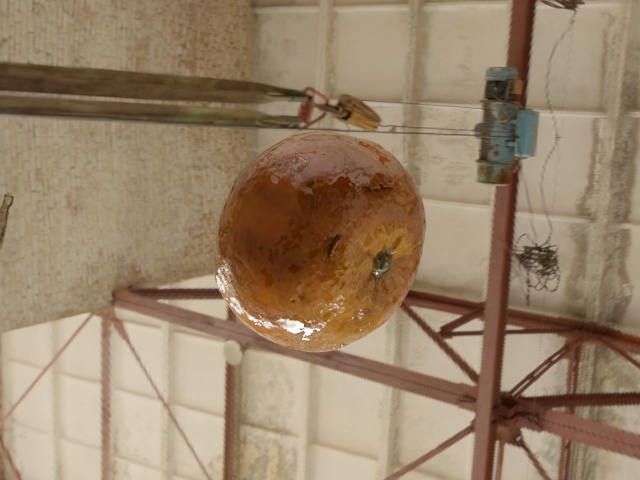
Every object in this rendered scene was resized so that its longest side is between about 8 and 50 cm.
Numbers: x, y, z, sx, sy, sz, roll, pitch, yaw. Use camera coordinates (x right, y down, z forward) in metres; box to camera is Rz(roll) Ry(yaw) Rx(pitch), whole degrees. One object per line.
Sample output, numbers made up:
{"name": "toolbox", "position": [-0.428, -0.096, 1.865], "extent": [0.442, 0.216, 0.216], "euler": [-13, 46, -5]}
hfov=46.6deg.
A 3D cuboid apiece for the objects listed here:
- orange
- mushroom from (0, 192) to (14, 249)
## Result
{"name": "orange", "position": [0.000, 0.000, 0.940], "extent": [0.226, 0.284, 0.284], "euler": [28, -69, 37]}
{"name": "mushroom", "position": [-0.400, 0.077, 0.886], "extent": [0.286, 0.026, 0.028], "euler": [-71, -158, 10]}
